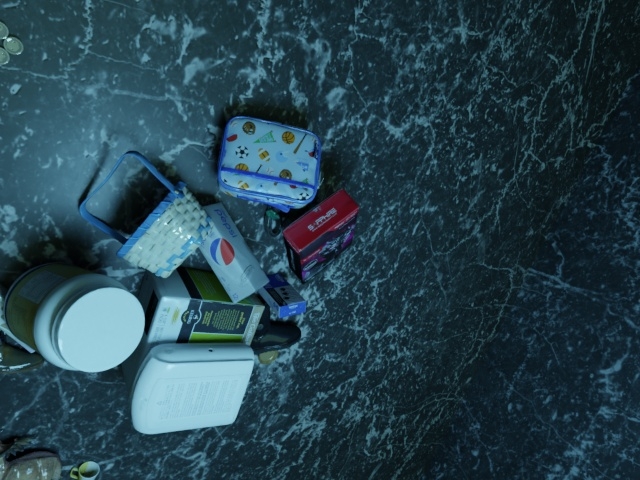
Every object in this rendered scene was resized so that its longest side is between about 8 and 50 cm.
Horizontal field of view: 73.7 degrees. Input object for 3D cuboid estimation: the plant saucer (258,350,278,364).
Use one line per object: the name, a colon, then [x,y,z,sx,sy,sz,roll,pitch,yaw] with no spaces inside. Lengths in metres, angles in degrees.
plant saucer: [-0.204,0.441,1.656,0.083,0.015,0.083,-14,119,-26]

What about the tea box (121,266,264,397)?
tea box: [-0.399,0.280,1.324,0.323,0.220,0.329,14,105,-36]

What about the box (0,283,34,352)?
box: [-0.827,0.160,1.091,0.063,0.067,0.324,-36,127,-14]

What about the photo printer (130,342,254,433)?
photo printer: [-0.364,0.411,1.201,0.307,0.107,0.256,8,110,-34]

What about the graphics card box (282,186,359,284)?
graphics card box: [0.000,0.000,1.407,0.232,0.094,0.371,-37,165,-14]

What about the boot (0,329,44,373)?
boot: [-0.845,0.283,1.127,0.219,0.082,0.106,16,105,-35]

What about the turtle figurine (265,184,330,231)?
turtle figurine: [-0.066,-0.139,1.369,0.175,0.118,0.234,41,68,-13]

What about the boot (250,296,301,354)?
boot: [-0.184,0.299,1.550,0.246,0.094,0.207,-11,121,-22]

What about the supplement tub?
supplement tub: [-0.605,0.184,1.054,0.228,0.316,0.228,-12,106,-51]

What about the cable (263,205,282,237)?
cable: [-0.169,-0.149,1.393,0.139,0.072,0.287,-45,144,-32]

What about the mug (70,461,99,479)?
mug: [-0.784,0.782,1.427,0.062,0.078,0.064,-19,138,-63]

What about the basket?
basket: [-0.456,-0.060,1.129,0.254,0.201,0.289,-36,115,24]

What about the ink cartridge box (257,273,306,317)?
ink cartridge box: [-0.140,0.182,1.452,0.097,0.207,0.046,-8,116,-30]

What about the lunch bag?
lunch bag: [-0.140,-0.215,1.237,0.303,0.115,0.243,10,78,-13]

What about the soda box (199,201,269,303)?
soda box: [-0.274,0.034,1.257,0.091,0.098,0.286,-32,89,25]

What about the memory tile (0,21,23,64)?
memory tile: [-0.733,-0.417,0.911,0.148,0.012,0.113,-43,128,-8]

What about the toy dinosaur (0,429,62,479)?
toy dinosaur: [-0.873,0.680,1.282,0.295,0.127,0.200,38,53,-54]
